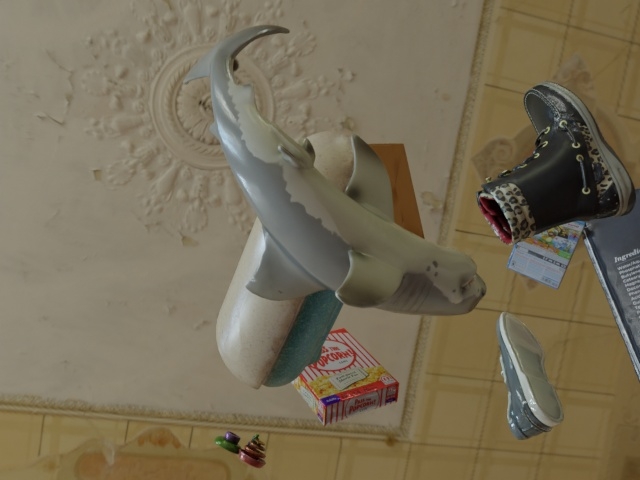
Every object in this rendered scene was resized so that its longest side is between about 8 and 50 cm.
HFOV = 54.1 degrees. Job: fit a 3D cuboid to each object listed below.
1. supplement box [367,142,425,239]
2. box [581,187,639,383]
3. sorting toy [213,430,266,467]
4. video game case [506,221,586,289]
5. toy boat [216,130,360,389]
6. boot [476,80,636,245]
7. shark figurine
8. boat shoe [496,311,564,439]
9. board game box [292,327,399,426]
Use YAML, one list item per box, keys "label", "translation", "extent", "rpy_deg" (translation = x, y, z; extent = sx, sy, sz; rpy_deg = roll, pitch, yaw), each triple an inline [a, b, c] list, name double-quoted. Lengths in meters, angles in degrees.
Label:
- label: "supplement box"
  translation: [0.042, -0.042, 1.013]
  extent: [0.194, 0.129, 0.191]
  rpy_deg: [-12, -89, 34]
- label: "box"
  translation: [0.788, 0.191, 1.271]
  extent: [0.297, 0.471, 0.480]
  rpy_deg: [-26, -48, 23]
- label: "sorting toy"
  translation: [-0.124, 0.336, 1.036]
  extent: [0.042, 0.102, 0.061]
  rpy_deg: [-63, -33, -12]
- label: "video game case"
  translation: [0.483, 0.011, 1.348]
  extent: [0.119, 0.015, 0.166]
  rpy_deg: [26, -57, 25]
- label: "toy boat"
  translation: [0.000, 0.000, 0.683]
  extent: [0.148, 0.318, 0.267]
  rpy_deg: [21, -68, -6]
- label: "boot"
  translation: [0.293, -0.110, 0.864]
  extent: [0.179, 0.085, 0.236]
  rpy_deg: [-19, -120, -4]
- label: "shark figurine"
  translation: [-0.027, -0.023, 0.414]
  extent: [0.278, 0.166, 0.116]
  rpy_deg: [47, -55, 6]
- label: "boat shoe"
  translation: [0.411, 0.275, 1.316]
  extent: [0.116, 0.319, 0.099]
  rpy_deg: [28, -60, -16]
- label: "board game box"
  translation: [0.025, 0.237, 1.121]
  extent: [0.147, 0.193, 0.045]
  rpy_deg: [-11, -62, -27]
